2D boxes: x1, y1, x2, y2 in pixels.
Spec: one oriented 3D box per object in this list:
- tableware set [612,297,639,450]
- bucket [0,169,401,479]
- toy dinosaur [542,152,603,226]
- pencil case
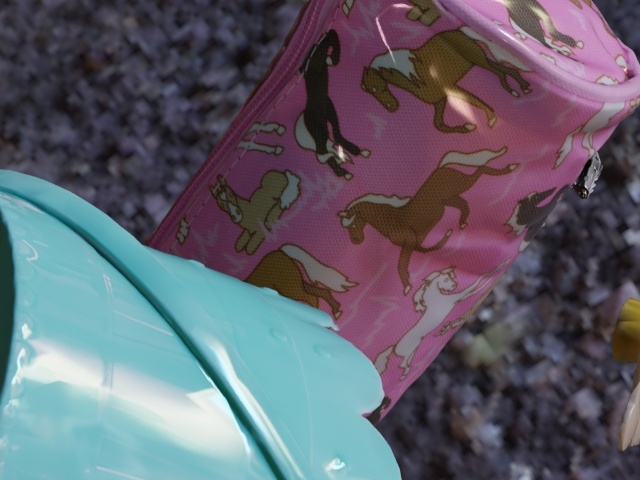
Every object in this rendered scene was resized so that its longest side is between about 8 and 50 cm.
[{"bbox_3d":[0.099,0.092,0.620,0.024,0.104,0.154,12,93,24],"label":"tableware set"},{"bbox_3d":[-0.124,0.114,0.768,0.281,0.183,0.281,-30,45,36],"label":"bucket"},{"bbox_3d":[0.158,-0.102,1.702,0.218,0.164,0.322,15,15,8],"label":"toy dinosaur"},{"bbox_3d":[0.000,0.000,0.960,0.160,0.167,0.386,52,120,23],"label":"pencil case"}]
